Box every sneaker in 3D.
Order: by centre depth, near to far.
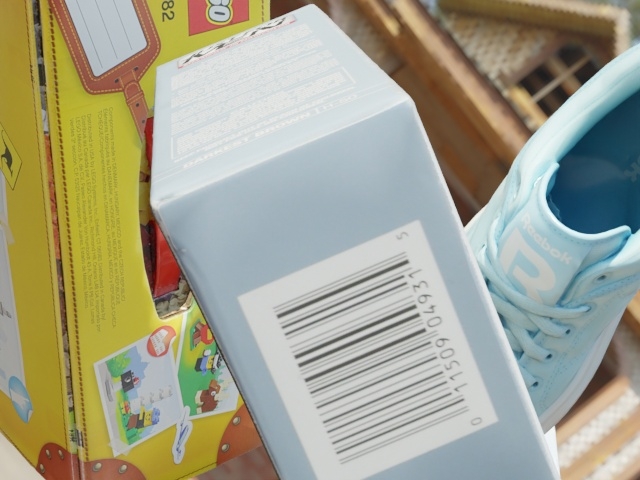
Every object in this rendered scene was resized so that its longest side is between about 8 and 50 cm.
[{"bbox_3d":[0.139,0.008,0.939,0.135,0.366,0.150,40,18,22],"label":"sneaker"}]

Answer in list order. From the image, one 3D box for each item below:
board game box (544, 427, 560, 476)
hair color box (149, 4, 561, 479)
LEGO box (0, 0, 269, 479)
[{"bbox_3d":[0.180,0.372,1.322,0.318,0.066,0.318,86,4,-52],"label":"board game box"},{"bbox_3d":[0.000,0.000,0.759,0.374,0.114,0.185,-110,178,-75],"label":"hair color box"},{"bbox_3d":[-0.220,-0.092,1.214,0.372,0.193,0.500,33,-47,43],"label":"LEGO box"}]
